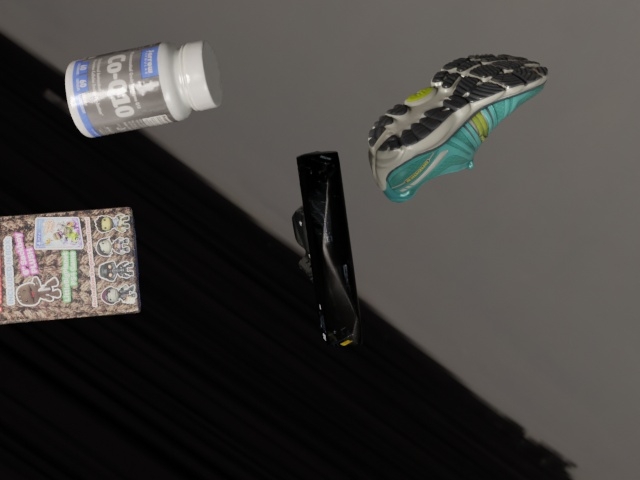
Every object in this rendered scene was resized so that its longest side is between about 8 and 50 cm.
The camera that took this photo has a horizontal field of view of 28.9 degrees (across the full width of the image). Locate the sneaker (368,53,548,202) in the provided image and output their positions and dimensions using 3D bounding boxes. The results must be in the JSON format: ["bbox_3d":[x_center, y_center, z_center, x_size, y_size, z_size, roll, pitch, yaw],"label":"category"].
[{"bbox_3d":[0.169,-0.146,1.544,0.275,0.110,0.107,-33,43,-21],"label":"sneaker"}]

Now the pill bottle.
[{"bbox_3d":[-0.169,-0.148,1.196,0.137,0.078,0.078,-10,20,11],"label":"pill bottle"}]

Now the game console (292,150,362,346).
[{"bbox_3d":[0.000,0.000,1.479,0.361,0.043,0.213,-149,51,-83],"label":"game console"}]

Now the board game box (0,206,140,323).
[{"bbox_3d":[-0.397,0.041,1.706,0.232,0.290,0.141,159,107,-82],"label":"board game box"}]
